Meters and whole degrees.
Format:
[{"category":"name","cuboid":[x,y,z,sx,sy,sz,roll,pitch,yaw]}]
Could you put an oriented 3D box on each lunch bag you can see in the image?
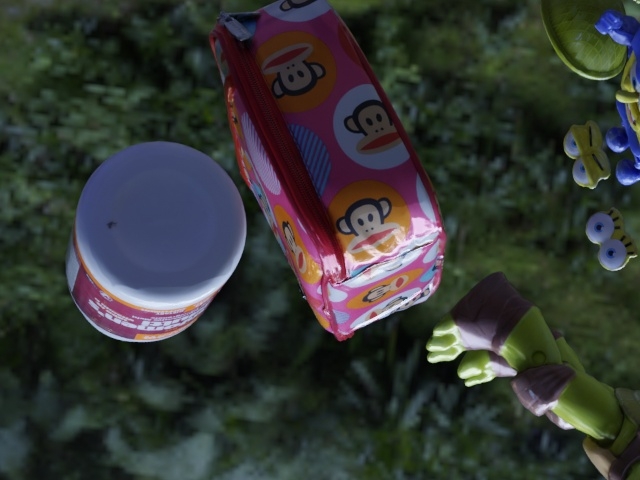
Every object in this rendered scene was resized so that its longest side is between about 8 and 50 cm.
[{"category":"lunch bag","cuboid":[-0.001,-0.071,1.289,0.120,0.258,0.293,-24,164,-5]}]

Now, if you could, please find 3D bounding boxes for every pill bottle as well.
[{"category":"pill bottle","cuboid":[-0.130,0.010,1.227,0.121,0.121,0.221,6,166,-10]}]

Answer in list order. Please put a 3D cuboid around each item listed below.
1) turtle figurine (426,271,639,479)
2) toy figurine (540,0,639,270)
[{"category":"turtle figurine","cuboid":[0.156,0.105,0.819,0.217,0.087,0.269,41,-165,25]},{"category":"toy figurine","cuboid":[0.350,-0.159,1.581,0.191,0.363,0.217,-7,157,-10]}]
